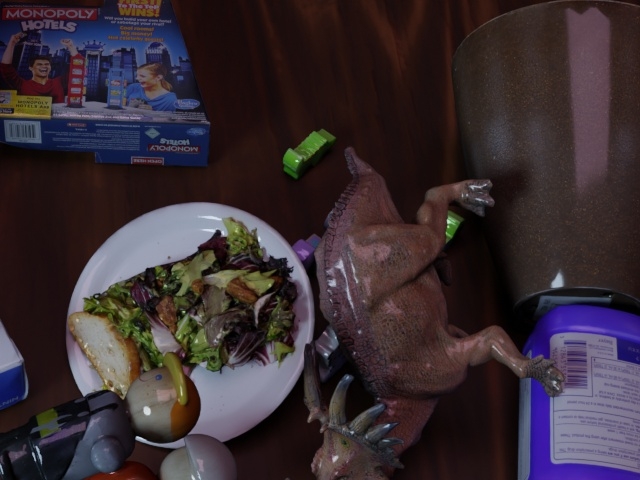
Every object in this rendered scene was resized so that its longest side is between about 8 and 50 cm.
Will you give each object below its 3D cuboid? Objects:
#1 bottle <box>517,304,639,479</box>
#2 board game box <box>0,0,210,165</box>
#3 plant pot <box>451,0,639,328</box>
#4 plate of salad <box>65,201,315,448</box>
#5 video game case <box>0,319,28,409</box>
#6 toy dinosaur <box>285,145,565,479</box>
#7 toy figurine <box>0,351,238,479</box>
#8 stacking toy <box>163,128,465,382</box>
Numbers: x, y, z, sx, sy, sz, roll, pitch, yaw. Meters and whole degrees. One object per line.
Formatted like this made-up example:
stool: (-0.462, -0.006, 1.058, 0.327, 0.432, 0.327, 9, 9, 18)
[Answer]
bottle: (0.207, 0.184, 1.002, 0.118, 0.092, 0.282, 11, 52, -5)
board game box: (-0.197, -0.161, 1.235, 0.194, 0.060, 0.194, 2, 51, -6)
plant pot: (0.214, -0.045, 1.132, 0.215, 0.215, 0.230, 6, 66, -4)
plate of salad: (-0.104, 0.061, 1.047, 0.200, 0.048, 0.199, -3, 71, 8)
video game case: (-0.396, 0.065, 1.027, 0.270, 0.061, 0.244, -21, 58, -22)
toy dinosaur: (0.043, 0.056, 1.004, 0.200, 0.127, 0.295, -10, 77, -30)
toy figurine: (-0.103, 0.200, 0.869, 0.148, 0.209, 0.213, -20, 58, -9)
stacking toy: (0.000, 0.000, 1.142, 0.167, 0.052, 0.221, 35, 55, 18)
